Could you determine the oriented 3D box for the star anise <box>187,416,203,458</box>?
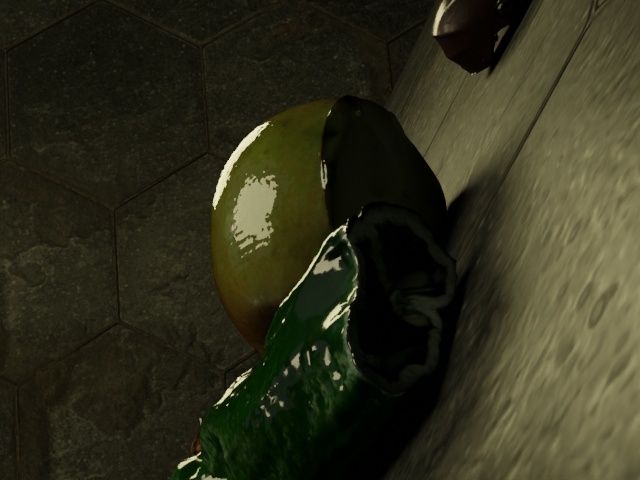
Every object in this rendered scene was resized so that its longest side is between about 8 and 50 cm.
[{"bbox_3d":[-0.115,0.284,1.157,0.220,0.099,0.214,151,132,-79],"label":"star anise"}]

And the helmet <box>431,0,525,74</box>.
[{"bbox_3d":[0.147,-0.217,1.003,0.098,0.070,0.123,-67,3,-68],"label":"helmet"}]

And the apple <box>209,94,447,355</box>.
[{"bbox_3d":[0.000,0.000,0.819,0.207,0.174,0.188,95,-163,-46],"label":"apple"}]

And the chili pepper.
[{"bbox_3d":[-0.015,0.114,0.657,0.270,0.099,0.136,-55,32,37],"label":"chili pepper"}]
